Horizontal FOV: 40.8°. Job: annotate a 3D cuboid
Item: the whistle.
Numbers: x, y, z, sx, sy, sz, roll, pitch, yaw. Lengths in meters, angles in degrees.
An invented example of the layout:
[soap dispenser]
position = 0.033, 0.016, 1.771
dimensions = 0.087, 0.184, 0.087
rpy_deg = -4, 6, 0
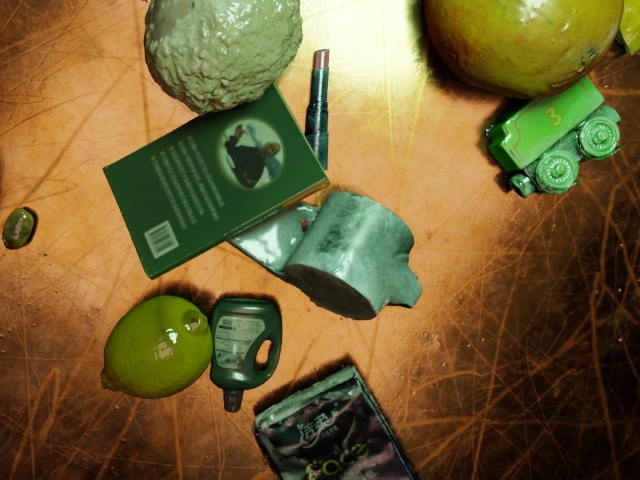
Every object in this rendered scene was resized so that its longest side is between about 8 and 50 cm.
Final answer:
[whistle]
position = -0.006, 0.010, 1.607
dimensions = 0.405, 0.188, 0.168
rpy_deg = 18, 65, 28

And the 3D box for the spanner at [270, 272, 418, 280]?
[spanner]
position = 0.037, 0.053, 1.695
dimensions = 0.326, 0.026, 0.093
rpy_deg = 12, 93, -6

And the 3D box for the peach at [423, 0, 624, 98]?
[peach]
position = 0.358, -0.439, 1.522
dimensions = 0.373, 0.290, 0.372
rpy_deg = -7, 77, 34

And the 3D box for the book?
[book]
position = -0.198, -0.119, 1.594
dimensions = 0.371, 0.043, 0.260
rpy_deg = -28, 66, 2

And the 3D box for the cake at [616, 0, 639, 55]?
[cake]
position = 0.562, -0.441, 1.656
dimensions = 0.185, 0.079, 0.116
rpy_deg = 22, 107, -15

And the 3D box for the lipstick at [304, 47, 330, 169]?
[lipstick]
position = -0.001, -0.252, 1.650
dimensions = 0.053, 0.053, 0.234
rpy_deg = 6, 93, -4

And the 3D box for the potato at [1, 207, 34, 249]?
[potato]
position = -0.579, -0.021, 1.644
dimensions = 0.051, 0.040, 0.083
rpy_deg = 20, 96, -10

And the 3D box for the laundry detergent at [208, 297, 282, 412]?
[laundry detergent]
position = -0.148, 0.227, 1.679
dimensions = 0.144, 0.078, 0.221
rpy_deg = 3, 96, -7

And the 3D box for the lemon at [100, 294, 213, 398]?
[lemon]
position = -0.307, 0.205, 1.617
dimensions = 0.248, 0.184, 0.184
rpy_deg = -32, 97, 15

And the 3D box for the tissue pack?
[tissue pack]
position = 0.039, 0.440, 1.691
dimensions = 0.245, 0.123, 0.332
rpy_deg = -29, 97, -2

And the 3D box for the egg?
[egg]
position = -0.171, -0.377, 1.521
dimensions = 0.279, 0.279, 0.310
rpy_deg = 37, 92, -6

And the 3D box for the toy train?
[toy train]
position = 0.443, -0.200, 1.641
dimensions = 0.243, 0.132, 0.188
rpy_deg = -40, 92, -1
